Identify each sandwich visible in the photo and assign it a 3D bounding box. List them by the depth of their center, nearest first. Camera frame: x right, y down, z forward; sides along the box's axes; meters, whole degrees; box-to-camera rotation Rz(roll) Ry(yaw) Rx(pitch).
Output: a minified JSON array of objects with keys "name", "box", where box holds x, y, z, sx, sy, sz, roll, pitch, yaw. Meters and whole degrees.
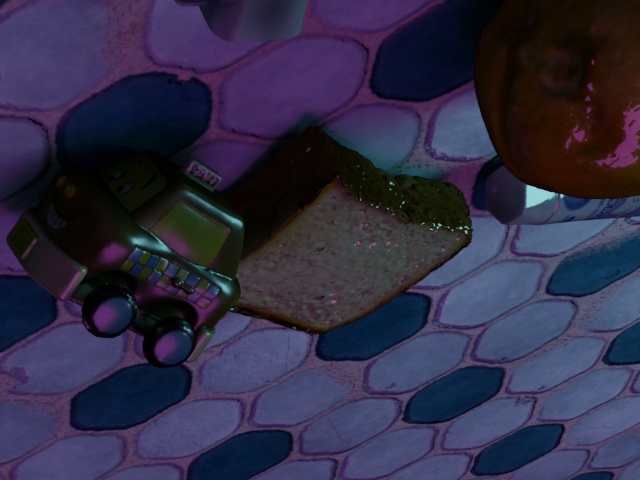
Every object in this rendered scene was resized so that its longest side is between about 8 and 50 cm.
[{"name":"sandwich","box":[0.000,0.000,1.950,0.271,0.099,0.301,-32,150,28]}]

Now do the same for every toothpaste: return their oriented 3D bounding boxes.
[{"name":"toothpaste","box":[0.366,-0.070,2.125,0.371,0.080,0.125,-5,143,-40]}]

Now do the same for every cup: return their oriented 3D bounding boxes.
[{"name":"cup","box":[-0.070,-0.254,1.504,0.128,0.095,0.129,-6,143,-22]}]

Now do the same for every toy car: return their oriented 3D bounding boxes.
[{"name":"toy car","box":[-0.185,-0.004,1.749,0.248,0.204,0.198,30,100,-38]}]

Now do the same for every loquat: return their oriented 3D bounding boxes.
[{"name":"loquat","box":[0.306,-0.163,1.746,0.276,0.276,0.284,-32,152,16]}]
